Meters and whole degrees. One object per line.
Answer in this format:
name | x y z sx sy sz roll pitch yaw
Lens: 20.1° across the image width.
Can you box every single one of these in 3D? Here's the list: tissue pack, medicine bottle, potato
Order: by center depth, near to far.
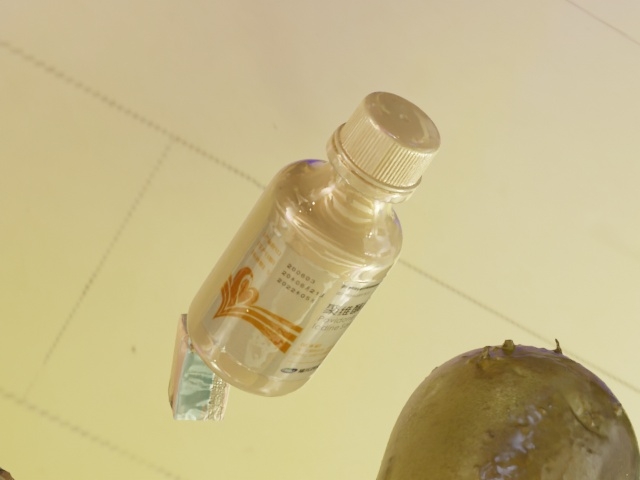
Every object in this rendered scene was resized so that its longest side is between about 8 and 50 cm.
medicine bottle | 0.000 0.000 1.356 0.114 0.114 0.252 25 123 -15
potato | 0.152 0.266 1.622 0.219 0.359 0.270 -5 125 34
tissue pack | -0.120 0.127 1.830 0.058 0.074 0.094 5 108 -14

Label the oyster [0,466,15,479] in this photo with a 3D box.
oyster | -0.128 0.225 0.488 0.197 0.133 0.337 -6 77 30
